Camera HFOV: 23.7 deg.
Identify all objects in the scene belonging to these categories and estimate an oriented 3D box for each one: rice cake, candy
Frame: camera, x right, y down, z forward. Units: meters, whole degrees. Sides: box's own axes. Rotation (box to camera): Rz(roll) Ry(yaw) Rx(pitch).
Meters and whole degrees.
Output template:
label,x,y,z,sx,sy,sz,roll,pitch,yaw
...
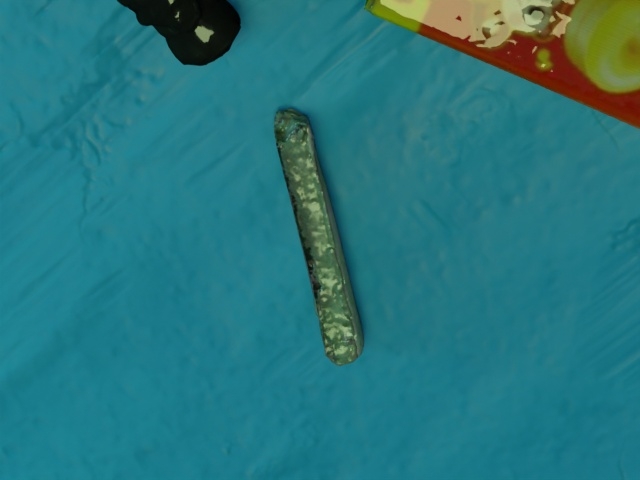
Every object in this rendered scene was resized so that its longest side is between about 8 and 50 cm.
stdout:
label,x,y,z,sx,sy,sz,roll,pitch,yaw
rice cake,0.000,0.000,1.157,0.033,0.033,0.208,-10,112,8
candy,0.183,-0.173,1.034,0.276,0.088,0.146,21,113,-4

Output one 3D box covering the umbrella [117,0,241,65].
label,x,y,z,sx,sy,sz,roll,pitch,yaw
umbrella,-0.175,-0.268,1.033,0.113,0.106,0.358,-27,117,26
